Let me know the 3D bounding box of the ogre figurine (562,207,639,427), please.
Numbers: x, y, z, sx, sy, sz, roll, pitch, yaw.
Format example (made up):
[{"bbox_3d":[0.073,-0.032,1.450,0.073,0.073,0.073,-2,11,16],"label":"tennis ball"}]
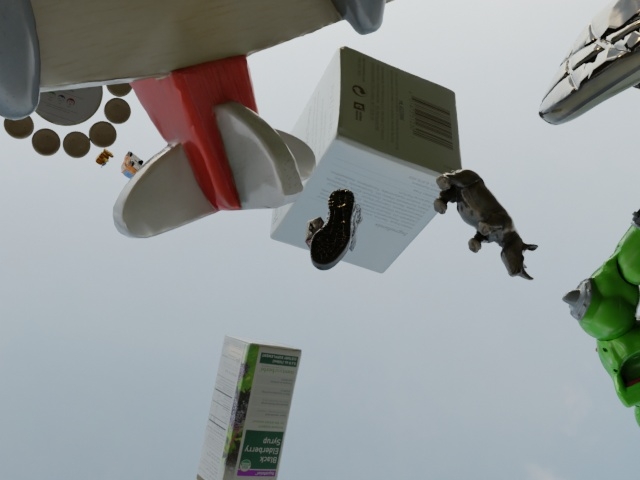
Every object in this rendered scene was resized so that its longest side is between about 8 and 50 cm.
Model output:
[{"bbox_3d":[0.249,0.065,0.499,0.197,0.118,0.097,53,-166,-27],"label":"ogre figurine"}]

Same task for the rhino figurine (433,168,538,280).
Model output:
[{"bbox_3d":[0.296,-0.027,1.270,0.243,0.073,0.106,50,-137,4],"label":"rhino figurine"}]

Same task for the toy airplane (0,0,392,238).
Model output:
[{"bbox_3d":[-0.106,-0.197,0.550,0.384,0.272,0.386,26,-121,-20],"label":"toy airplane"}]

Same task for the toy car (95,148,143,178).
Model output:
[{"bbox_3d":[-0.371,-0.146,1.322,0.122,0.040,0.060,29,-155,-57],"label":"toy car"}]

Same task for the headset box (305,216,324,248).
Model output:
[{"bbox_3d":[0.000,0.000,1.413,0.083,0.032,0.062,55,-154,-35],"label":"headset box"}]

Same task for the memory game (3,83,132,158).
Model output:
[{"bbox_3d":[-0.342,-0.200,0.964,0.186,0.012,0.186,-1,-87,-24],"label":"memory game"}]

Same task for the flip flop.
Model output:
[{"bbox_3d":[0.257,-0.136,0.474,0.080,0.277,0.112,42,-126,-17],"label":"flip flop"}]

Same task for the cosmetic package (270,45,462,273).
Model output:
[{"bbox_3d":[0.105,-0.186,1.794,0.327,0.393,0.329,17,-132,-17],"label":"cosmetic package"}]

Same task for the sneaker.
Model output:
[{"bbox_3d":[0.026,-0.004,1.005,0.051,0.089,0.170,7,-132,12],"label":"sneaker"}]

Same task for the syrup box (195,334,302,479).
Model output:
[{"bbox_3d":[-0.109,0.269,1.098,0.093,0.096,0.237,13,-95,-32],"label":"syrup box"}]
